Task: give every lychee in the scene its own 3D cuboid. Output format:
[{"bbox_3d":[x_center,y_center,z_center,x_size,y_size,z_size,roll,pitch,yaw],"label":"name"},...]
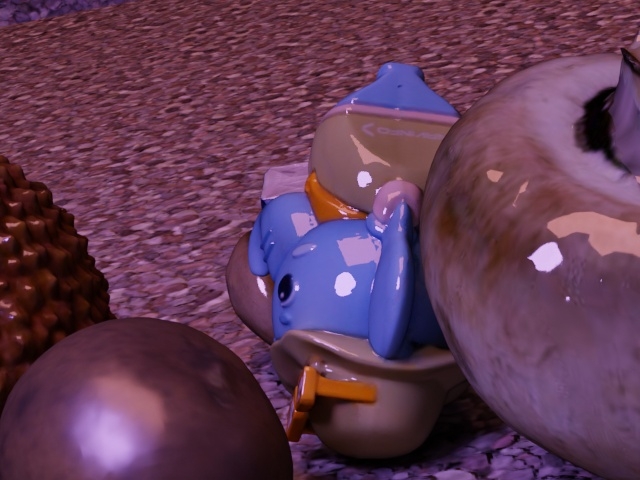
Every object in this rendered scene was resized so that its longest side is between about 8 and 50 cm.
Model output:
[{"bbox_3d":[-0.260,0.066,1.263,0.267,0.267,0.267,-10,18,3],"label":"lychee"}]

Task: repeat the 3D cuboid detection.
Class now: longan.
[{"bbox_3d":[-0.099,0.128,1.114,0.167,0.167,0.187,-19,18,-23],"label":"longan"}]

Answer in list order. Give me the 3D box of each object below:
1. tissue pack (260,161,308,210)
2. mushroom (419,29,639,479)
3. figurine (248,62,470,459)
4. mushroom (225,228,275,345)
[{"bbox_3d":[0.001,0.001,1.531,0.079,0.111,0.085,-9,19,6],"label":"tissue pack"},{"bbox_3d":[0.225,-0.002,1.130,0.352,0.260,0.352,-4,28,2],"label":"mushroom"},{"bbox_3d":[0.035,0.020,1.288,0.180,0.154,0.262,-39,36,40],"label":"figurine"},{"bbox_3d":[0.095,0.019,1.451,0.328,0.122,0.159,-13,-19,-6],"label":"mushroom"}]
